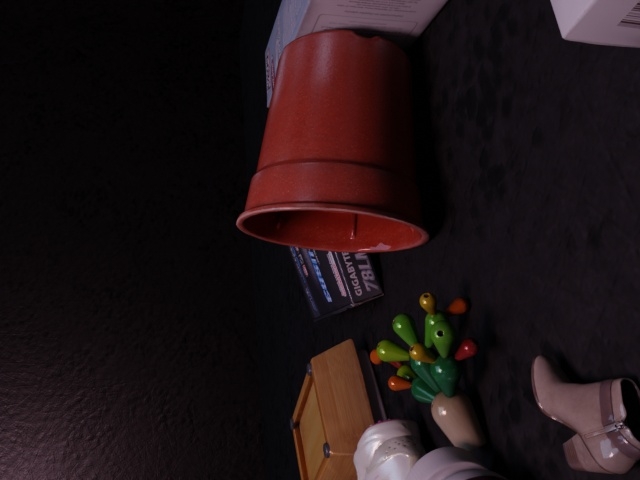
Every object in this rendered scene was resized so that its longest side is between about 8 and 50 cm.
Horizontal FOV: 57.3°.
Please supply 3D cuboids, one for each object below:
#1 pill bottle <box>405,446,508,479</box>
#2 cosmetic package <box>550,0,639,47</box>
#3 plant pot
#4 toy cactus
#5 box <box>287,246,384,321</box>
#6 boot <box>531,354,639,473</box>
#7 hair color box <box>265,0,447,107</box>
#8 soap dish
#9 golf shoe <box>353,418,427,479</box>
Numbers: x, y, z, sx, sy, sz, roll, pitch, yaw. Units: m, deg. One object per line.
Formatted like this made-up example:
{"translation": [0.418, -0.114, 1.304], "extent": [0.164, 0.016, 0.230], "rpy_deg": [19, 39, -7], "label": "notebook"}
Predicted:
{"translation": [0.167, 0.302, 0.565], "extent": [0.221, 0.121, 0.121], "rpy_deg": [-142, 53, -71], "label": "pill bottle"}
{"translation": [0.240, -0.344, 0.315], "extent": [0.377, 0.097, 0.285], "rpy_deg": [119, 150, -62], "label": "cosmetic package"}
{"translation": [0.027, -0.137, 0.856], "extent": [0.272, 0.272, 0.265], "rpy_deg": [146, 130, -73], "label": "plant pot"}
{"translation": [0.148, 0.169, 0.725], "extent": [0.181, 0.112, 0.219], "rpy_deg": [62, 153, 21], "label": "toy cactus"}
{"translation": [0.000, 0.000, 1.151], "extent": [0.293, 0.073, 0.296], "rpy_deg": [139, 112, -72], "label": "box"}
{"translation": [0.229, 0.136, 0.495], "extent": [0.087, 0.042, 0.118], "rpy_deg": [118, 147, -49], "label": "boot"}
{"translation": [0.033, -0.329, 0.917], "extent": [0.374, 0.185, 0.114], "rpy_deg": [142, 125, -72], "label": "hair color box"}
{"translation": [0.028, 0.362, 1.105], "extent": [0.291, 0.118, 0.229], "rpy_deg": [106, 158, -44], "label": "soap dish"}
{"translation": [0.097, 0.414, 0.865], "extent": [0.140, 0.115, 0.306], "rpy_deg": [-122, 33, -57], "label": "golf shoe"}
